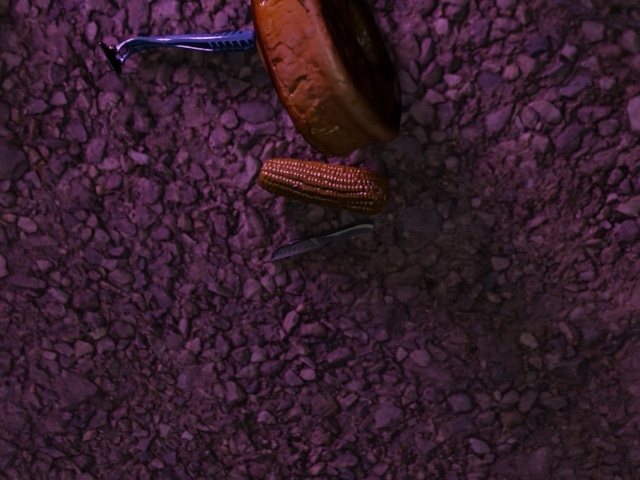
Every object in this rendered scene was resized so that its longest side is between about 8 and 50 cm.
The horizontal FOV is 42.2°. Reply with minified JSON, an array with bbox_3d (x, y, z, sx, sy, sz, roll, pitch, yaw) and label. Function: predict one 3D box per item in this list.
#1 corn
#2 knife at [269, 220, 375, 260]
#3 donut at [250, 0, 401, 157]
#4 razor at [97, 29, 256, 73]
[{"bbox_3d":[0.008,-0.099,1.437,0.231,0.080,0.080,12,117,1],"label":"corn"},{"bbox_3d":[0.000,0.000,1.519,0.210,0.015,0.028,-16,120,13],"label":"knife"},{"bbox_3d":[0.006,-0.281,1.232,0.160,0.330,0.330,-19,114,26],"label":"donut"},{"bbox_3d":[-0.232,-0.321,1.366,0.253,0.042,0.082,-4,158,6],"label":"razor"}]
